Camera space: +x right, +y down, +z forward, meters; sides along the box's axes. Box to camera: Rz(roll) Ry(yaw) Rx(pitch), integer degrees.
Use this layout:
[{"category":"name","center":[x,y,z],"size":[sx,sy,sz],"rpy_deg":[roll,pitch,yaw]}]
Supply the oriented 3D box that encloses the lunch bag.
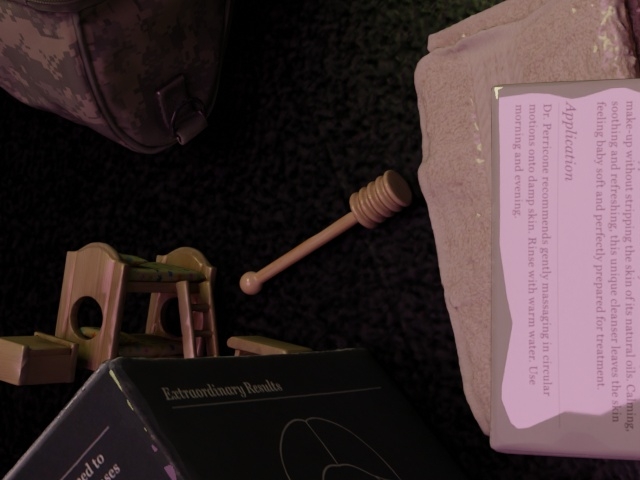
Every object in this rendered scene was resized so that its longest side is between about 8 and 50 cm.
[{"category":"lunch bag","center":[-0.219,-0.217,1.090],"size":[0.305,0.212,0.256],"rpy_deg":[22,130,31]}]

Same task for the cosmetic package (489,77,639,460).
[{"category":"cosmetic package","center":[0.277,0.015,0.714],"size":[0.365,0.155,0.197],"rpy_deg":[2,90,20]}]

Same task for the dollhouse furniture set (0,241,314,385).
[{"category":"dollhouse furniture set","center":[-0.118,0.060,1.029],"size":[0.161,0.182,0.101],"rpy_deg":[11,94,33]}]

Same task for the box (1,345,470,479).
[{"category":"box","center":[0.003,0.279,0.876],"size":[0.212,0.293,0.395],"rpy_deg":[-47,65,22]}]

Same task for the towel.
[{"category":"towel","center":[0.148,-0.022,0.910],"size":[0.187,0.049,0.282],"rpy_deg":[-21,76,50]}]

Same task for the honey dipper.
[{"category":"honey dipper","center":[0.000,0.000,1.049],"size":[0.161,0.030,0.030],"rpy_deg":[-34,70,32]}]
